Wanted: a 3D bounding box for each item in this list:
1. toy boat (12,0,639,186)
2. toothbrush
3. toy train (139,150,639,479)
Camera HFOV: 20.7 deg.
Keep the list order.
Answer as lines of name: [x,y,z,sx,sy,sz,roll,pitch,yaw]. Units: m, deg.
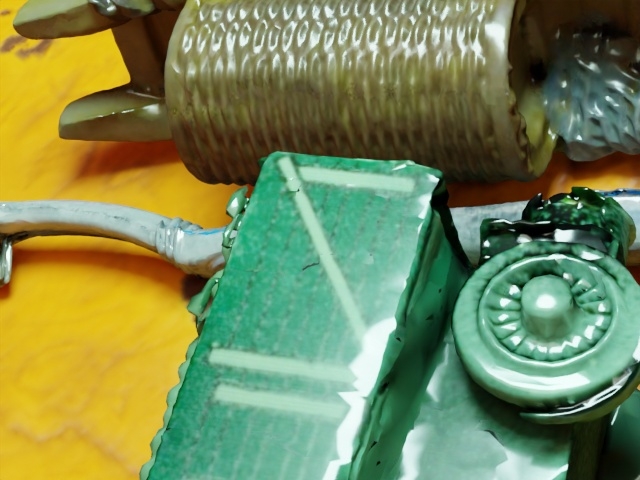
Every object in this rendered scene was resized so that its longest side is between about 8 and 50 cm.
toy boat: [0.029,-0.071,0.667,0.310,0.089,0.115,4,42,23]
toothbrush: [0.000,0.000,0.666,0.413,0.035,0.042,-2,74,21]
toy train: [0.021,0.089,0.536,0.154,0.115,0.269,7,58,20]
